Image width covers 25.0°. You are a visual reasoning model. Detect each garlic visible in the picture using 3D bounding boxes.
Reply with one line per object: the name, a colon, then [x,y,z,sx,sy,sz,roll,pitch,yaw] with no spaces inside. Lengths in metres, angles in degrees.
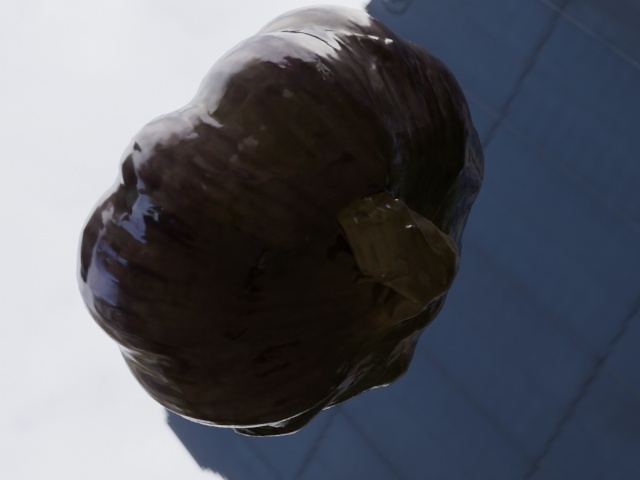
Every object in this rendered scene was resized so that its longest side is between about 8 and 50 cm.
garlic: [0.000,0.000,0.750,0.245,0.160,0.245,-37,-36,-34]
